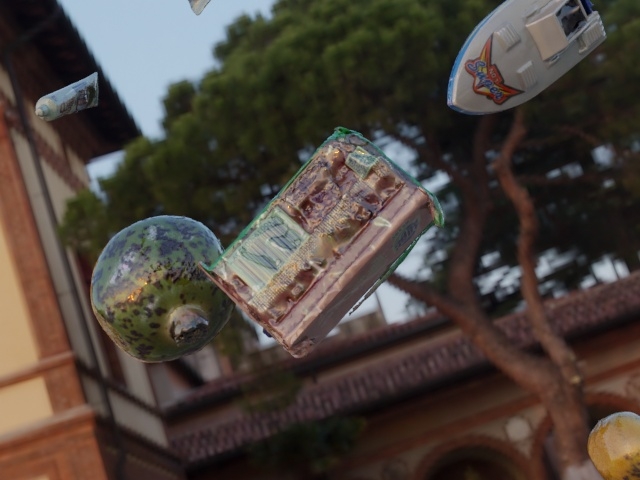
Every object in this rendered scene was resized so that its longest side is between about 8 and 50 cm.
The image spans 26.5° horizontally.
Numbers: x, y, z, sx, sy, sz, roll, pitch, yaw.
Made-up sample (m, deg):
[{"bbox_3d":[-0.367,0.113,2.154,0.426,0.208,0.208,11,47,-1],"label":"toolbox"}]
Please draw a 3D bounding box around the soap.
[{"bbox_3d":[-0.001,-0.001,1.709,0.273,0.218,0.098,-48,-18,-1],"label":"soap"}]

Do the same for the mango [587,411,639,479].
[{"bbox_3d":[0.296,0.206,1.334,0.057,0.079,0.114,-13,2,-14],"label":"mango"}]

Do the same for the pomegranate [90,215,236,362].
[{"bbox_3d":[-0.258,0.090,2.276,0.254,0.270,0.254,-13,-52,-17],"label":"pomegranate"}]

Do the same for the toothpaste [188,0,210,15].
[{"bbox_3d":[-0.210,-0.428,2.077,0.037,0.216,0.062,14,-55,-45],"label":"toothpaste"}]

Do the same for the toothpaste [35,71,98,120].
[{"bbox_3d":[-0.407,-0.228,2.200,0.038,0.060,0.233,11,18,11],"label":"toothpaste"}]

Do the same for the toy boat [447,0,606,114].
[{"bbox_3d":[0.265,-0.251,1.799,0.295,0.129,0.088,-39,18,-30],"label":"toy boat"}]
